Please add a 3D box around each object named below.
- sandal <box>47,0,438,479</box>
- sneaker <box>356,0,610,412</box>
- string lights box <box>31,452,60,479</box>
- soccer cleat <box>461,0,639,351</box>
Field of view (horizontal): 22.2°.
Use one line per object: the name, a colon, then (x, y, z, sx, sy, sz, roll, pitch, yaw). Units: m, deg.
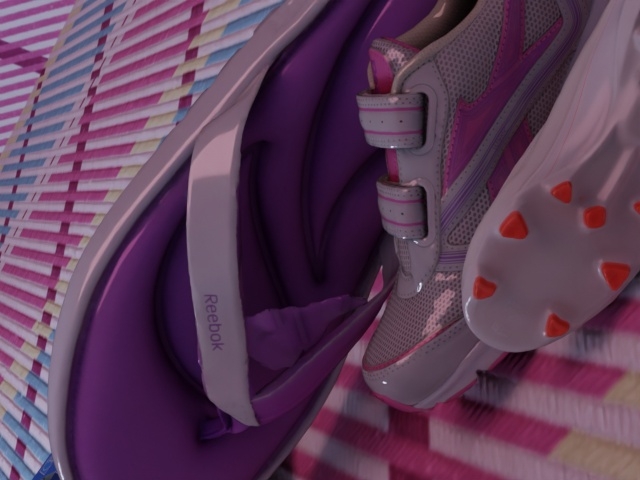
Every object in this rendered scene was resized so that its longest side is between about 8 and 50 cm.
sandal: (-0.013, -0.005, 0.846, 0.416, 0.169, 0.102, -61, 28, 11)
sneaker: (0.062, -0.045, 0.773, 0.252, 0.111, 0.103, -71, 17, -4)
string lights box: (-0.216, 0.262, 1.207, 0.259, 0.077, 0.133, -55, 15, -12)
soccer cleat: (0.122, -0.041, 0.683, 0.196, 0.068, 0.076, -62, 3, 18)
